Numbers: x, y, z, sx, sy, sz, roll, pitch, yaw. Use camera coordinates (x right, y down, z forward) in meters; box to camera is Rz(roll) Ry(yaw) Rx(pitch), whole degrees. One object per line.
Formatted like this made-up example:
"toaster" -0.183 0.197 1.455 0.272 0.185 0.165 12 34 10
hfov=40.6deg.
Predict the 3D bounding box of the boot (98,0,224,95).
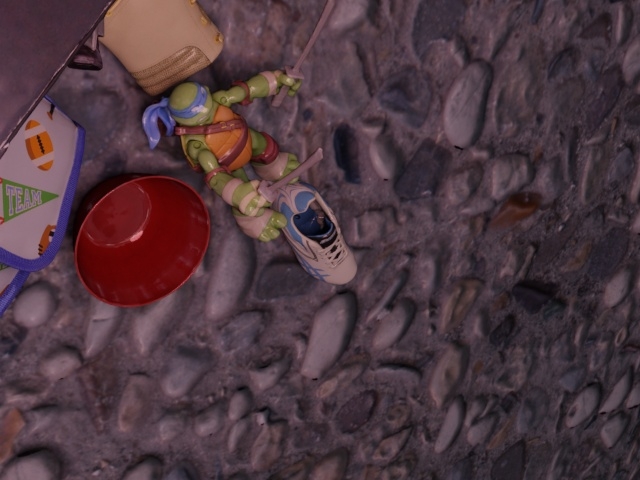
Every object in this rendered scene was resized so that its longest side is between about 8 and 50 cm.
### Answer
"boot" -0.167 -0.311 0.995 0.262 0.095 0.203 -47 133 -1

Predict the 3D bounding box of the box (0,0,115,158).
"box" -0.318 -0.345 0.537 0.480 0.297 0.471 42 66 -31

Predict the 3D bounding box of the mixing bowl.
"mixing bowl" -0.244 -0.017 1.110 0.181 0.098 0.181 -20 127 -29

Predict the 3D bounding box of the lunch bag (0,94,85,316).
"lunch bag" -0.444 -0.040 0.840 0.385 0.239 0.328 -54 145 -6

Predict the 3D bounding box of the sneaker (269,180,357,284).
"sneaker" 0.000 0.000 1.322 0.085 0.086 0.237 -45 135 -10

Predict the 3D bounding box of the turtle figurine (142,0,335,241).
"turtle figurine" -0.060 -0.111 1.086 0.275 0.197 0.266 -22 155 2

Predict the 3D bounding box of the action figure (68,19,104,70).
"action figure" -0.246 -0.315 0.852 0.185 0.099 0.285 6 96 0
